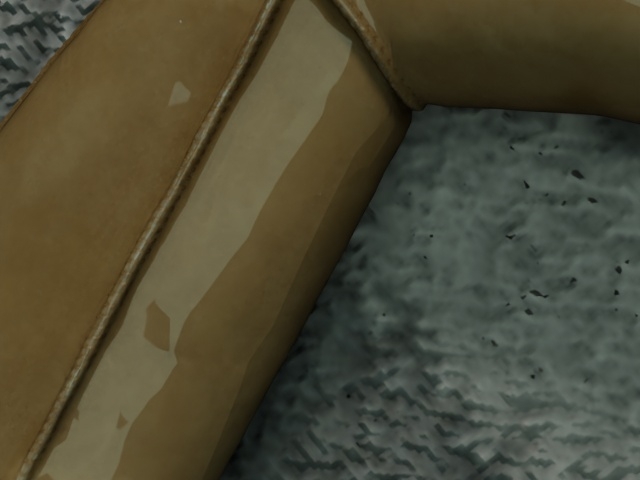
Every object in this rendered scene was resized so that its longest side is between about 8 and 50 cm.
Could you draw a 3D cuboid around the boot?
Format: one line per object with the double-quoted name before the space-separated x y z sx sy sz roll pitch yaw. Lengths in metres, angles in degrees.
"boot" 0.000 0.000 0.494 0.236 0.089 0.269 33 95 21
